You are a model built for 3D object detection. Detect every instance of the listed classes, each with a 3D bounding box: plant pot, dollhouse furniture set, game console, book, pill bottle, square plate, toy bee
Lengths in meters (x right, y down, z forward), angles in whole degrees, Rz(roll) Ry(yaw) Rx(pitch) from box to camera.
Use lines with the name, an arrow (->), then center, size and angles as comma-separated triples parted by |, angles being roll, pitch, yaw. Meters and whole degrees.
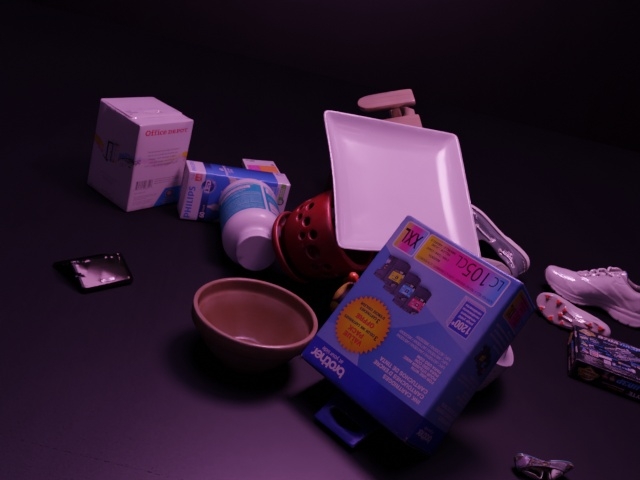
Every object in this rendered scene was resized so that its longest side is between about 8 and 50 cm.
plant pot -> -0.132, 0.176, 1.539 | 0.237, 0.109, 0.237 | 13, 24, -6
dollhouse furniture set -> 0.149, -0.120, 2.067 | 0.257, 0.362, 0.394 | -9, 38, 4
game console -> -0.468, 0.065, 1.681 | 0.122, 0.071, 0.107 | -13, 67, -45
book -> -0.173, -0.201, 2.393 | 0.096, 0.035, 0.144 | 4, 27, -18
pill bottle -> -0.162, -0.033, 1.912 | 0.146, 0.146, 0.264 | 10, 25, -14
square plate -> 0.172, -0.111, 1.792 | 0.347, 0.049, 0.344 | 7, 61, -22
toy bee -> 0.090, 0.145, 1.681 | 0.195, 0.162, 0.298 | 30, 28, 24
plant pot -> 0.000, 0.000, 1.790 | 0.174, 0.191, 0.191 | -22, 10, 27

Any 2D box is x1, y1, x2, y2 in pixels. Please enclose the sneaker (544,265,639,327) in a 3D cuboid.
sneaker -> 0.748, 0.120, 2.174 | 0.297, 0.129, 0.111 | 20, 27, 11

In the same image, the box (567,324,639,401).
box -> 0.682, 0.288, 1.873 | 0.220, 0.051, 0.175 | 20, 25, 7

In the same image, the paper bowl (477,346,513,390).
paper bowl -> 0.286, 0.155, 1.672 | 0.284, 0.148, 0.284 | 37, 23, -18

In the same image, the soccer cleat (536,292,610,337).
soccer cleat -> 0.631, 0.194, 2.034 | 0.196, 0.068, 0.076 | 32, 14, 28

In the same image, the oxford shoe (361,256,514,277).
oxford shoe -> 0.296, 0.105, 1.894 | 0.449, 0.169, 0.130 | 7, 26, -31

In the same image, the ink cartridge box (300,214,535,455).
ink cartridge box -> 0.157, 0.191, 1.461 | 0.270, 0.395, 0.151 | 33, -5, 35

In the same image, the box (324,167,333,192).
box -> 0.137, -0.190, 2.355 | 0.168, 0.203, 0.167 | 2, 28, -29

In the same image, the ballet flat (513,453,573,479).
ballet flat -> 0.403, 0.414, 1.467 | 0.114, 0.041, 0.041 | 12, 25, -9

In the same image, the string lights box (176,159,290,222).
string lights box -> -0.221, -0.113, 2.058 | 0.260, 0.133, 0.077 | 6, 26, -20

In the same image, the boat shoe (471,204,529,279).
boat shoe -> 0.419, -0.001, 2.207 | 0.319, 0.116, 0.099 | 39, 41, 11

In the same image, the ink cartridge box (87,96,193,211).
ink cartridge box -> -0.448, -0.220, 2.022 | 0.168, 0.232, 0.171 | 32, 29, 30
